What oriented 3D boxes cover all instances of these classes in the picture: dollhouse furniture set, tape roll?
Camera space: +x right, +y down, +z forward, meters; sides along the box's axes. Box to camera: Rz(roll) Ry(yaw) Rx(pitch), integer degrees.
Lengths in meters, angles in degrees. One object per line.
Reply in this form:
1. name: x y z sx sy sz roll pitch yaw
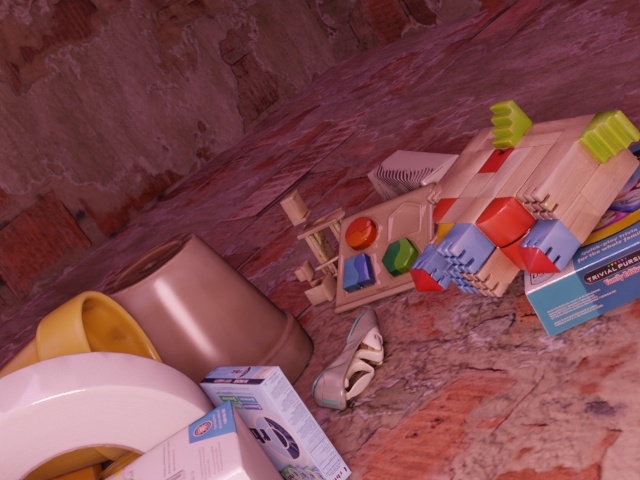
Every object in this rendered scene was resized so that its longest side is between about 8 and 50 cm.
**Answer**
1. dollhouse furniture set: 0.000 0.000 2.120 0.101 0.182 0.161 -25 18 25
2. tape roll: -0.307 0.313 1.436 0.392 0.392 0.072 -32 41 0

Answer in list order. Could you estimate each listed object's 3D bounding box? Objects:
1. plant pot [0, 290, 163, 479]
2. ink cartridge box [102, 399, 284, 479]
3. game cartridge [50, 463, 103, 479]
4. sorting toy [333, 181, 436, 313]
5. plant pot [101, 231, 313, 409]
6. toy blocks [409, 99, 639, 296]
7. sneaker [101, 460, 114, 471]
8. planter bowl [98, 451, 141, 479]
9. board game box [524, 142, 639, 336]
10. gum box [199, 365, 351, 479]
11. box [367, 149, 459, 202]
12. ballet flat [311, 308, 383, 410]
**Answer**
1. plant pot: -0.377 0.241 1.670 0.239 0.254 0.254 -31 16 8
2. ink cartridge box: -0.164 0.368 1.326 0.270 0.197 0.198 -32 17 1
3. game cartridge: -0.479 0.392 1.794 0.285 0.053 0.324 -30 51 8
4. sorting toy: 0.148 -0.005 1.977 0.307 0.041 0.229 -21 45 33
5. plant pot: -0.221 0.151 1.921 0.323 0.280 0.323 -30 15 9
6. toy blocks: 0.255 -0.038 1.559 0.261 0.191 0.381 -51 19 -15
7. sneaker: -0.399 0.405 1.870 0.297 0.111 0.129 -26 1 8
8. planter bowl: -0.204 0.335 1.629 0.217 0.090 0.217 -28 -14 -7
9. board game box: 0.417 -0.020 1.598 0.253 0.079 0.336 -27 17 18
10. gum box: -0.062 0.250 1.503 0.041 0.184 0.157 -43 19 -32
11. box: 0.202 -0.106 2.188 0.094 0.113 0.275 -38 16 -13
12. ballet flat: 0.060 0.185 1.712 0.068 0.072 0.213 10 38 26
